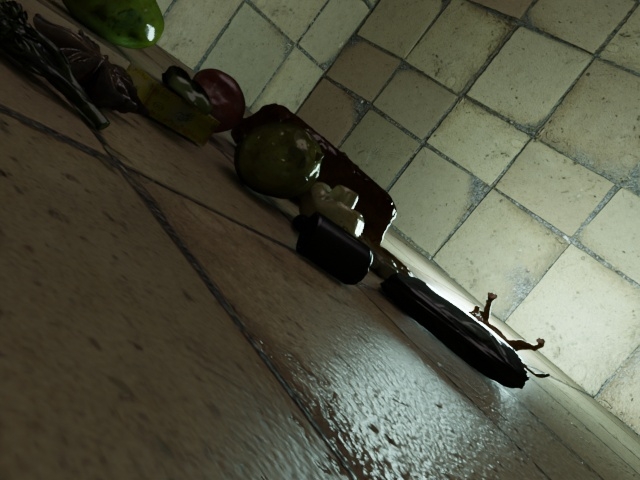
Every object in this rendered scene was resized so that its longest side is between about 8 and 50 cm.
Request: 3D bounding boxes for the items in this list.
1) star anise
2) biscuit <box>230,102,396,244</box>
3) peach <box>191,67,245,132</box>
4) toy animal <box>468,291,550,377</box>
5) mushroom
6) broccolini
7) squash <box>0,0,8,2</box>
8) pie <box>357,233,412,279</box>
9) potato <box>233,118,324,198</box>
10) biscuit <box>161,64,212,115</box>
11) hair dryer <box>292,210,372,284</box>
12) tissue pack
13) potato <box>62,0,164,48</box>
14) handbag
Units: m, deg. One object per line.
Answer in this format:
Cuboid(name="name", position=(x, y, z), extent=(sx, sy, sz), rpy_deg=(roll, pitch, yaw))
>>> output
Cuboid(name="star anise", position=(-0.327, -0.237, 0.862), extent=(0.195, 0.065, 0.182), rpy_deg=(47, 8, -19))
Cuboid(name="biscuit", position=(-0.008, -0.176, 1.576), extent=(0.395, 0.166, 0.343), rpy_deg=(34, 11, -37))
Cuboid(name="peach", position=(-0.243, -0.304, 1.393), extent=(0.152, 0.152, 0.152), rpy_deg=(37, 8, -6))
Cuboid(name="toy animal", position=(0.427, 0.243, 1.449), extent=(0.255, 0.114, 0.116), rpy_deg=(50, -29, 38))
Cuboid(name="mushroom", position=(0.024, -0.055, 1.215), extent=(0.148, 0.112, 0.148), rpy_deg=(28, 11, -6))
Cuboid(name="broccolini", position=(-0.329, -0.219, 0.745), extent=(0.202, 0.068, 0.091), rpy_deg=(38, -11, -10))
Cuboid(name="squash", position=(-0.508, -0.378, 0.831), extent=(0.200, 0.075, 0.090), rpy_deg=(58, 23, -11))
Cuboid(name="pie", position=(0.129, 0.037, 1.400), extent=(0.195, 0.046, 0.195), rpy_deg=(38, 9, -7))
Cuboid(name="potato", position=(-0.082, -0.158, 1.162), extent=(0.169, 0.144, 0.248), rpy_deg=(20, 10, -10))
Cuboid(name="biscuit", position=(-0.250, -0.290, 1.152), extent=(0.099, 0.038, 0.322), rpy_deg=(37, 6, -21))
Cuboid(name="hair dryer", position=(-0.002, -0.001, 1.029), extent=(0.114, 0.071, 0.248), rpy_deg=(34, 0, -18))
Cuboid(name="tissue pack", position=(-0.281, -0.248, 1.132), extent=(0.095, 0.062, 0.176), rpy_deg=(40, 9, 31))
Cuboid(name="potato", position=(-0.569, -0.656, 1.673), extent=(0.304, 0.216, 0.216), rpy_deg=(31, 10, -25))
Cuboid(name="handbag", position=(0.261, 0.168, 1.173), extent=(0.332, 0.075, 0.191), rpy_deg=(36, 4, 10))
